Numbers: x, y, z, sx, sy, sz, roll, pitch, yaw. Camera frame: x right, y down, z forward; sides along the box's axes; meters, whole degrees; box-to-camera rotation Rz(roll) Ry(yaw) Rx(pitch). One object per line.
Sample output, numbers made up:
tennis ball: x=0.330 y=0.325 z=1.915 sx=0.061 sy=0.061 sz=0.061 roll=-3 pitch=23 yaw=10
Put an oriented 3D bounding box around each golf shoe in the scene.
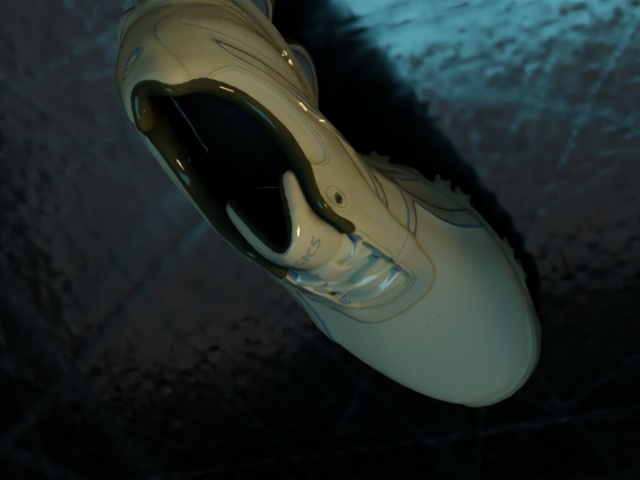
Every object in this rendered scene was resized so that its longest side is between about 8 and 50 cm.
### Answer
golf shoe: x=0.000 y=0.000 z=0.465 sx=0.069 sy=0.086 sz=0.176 roll=-41 pitch=106 yaw=21
